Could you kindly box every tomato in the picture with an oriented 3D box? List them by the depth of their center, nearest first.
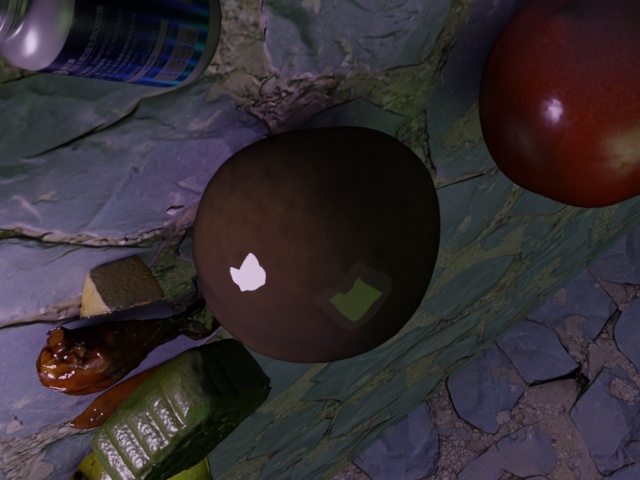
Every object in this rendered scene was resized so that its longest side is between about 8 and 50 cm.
[{"bbox_3d":[0.377,-0.208,0.981,0.322,0.321,0.321,-30,154,-17],"label":"tomato"}]

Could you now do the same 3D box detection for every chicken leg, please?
[{"bbox_3d":[-0.250,0.138,0.982,0.304,0.093,0.113,-17,155,-46],"label":"chicken leg"}]

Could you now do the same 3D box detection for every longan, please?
[{"bbox_3d":[0.000,0.000,0.866,0.319,0.319,0.319,-30,154,-17],"label":"longan"}]

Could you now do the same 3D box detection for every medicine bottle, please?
[{"bbox_3d":[-0.178,-0.177,0.524,0.192,0.107,0.107,-5,139,-50],"label":"medicine bottle"}]

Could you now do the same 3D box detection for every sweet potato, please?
[{"bbox_3d":[-0.287,0.241,1.147,0.265,0.057,0.057,-25,152,-30],"label":"sweet potato"}]

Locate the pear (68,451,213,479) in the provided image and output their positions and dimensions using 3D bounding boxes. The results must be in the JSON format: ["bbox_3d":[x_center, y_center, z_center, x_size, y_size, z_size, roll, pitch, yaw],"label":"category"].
[{"bbox_3d":[-0.348,0.454,1.300,0.256,0.164,0.238,-18,150,-35],"label":"pear"}]

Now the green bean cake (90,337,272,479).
[{"bbox_3d":[-0.209,0.271,1.093,0.248,0.125,0.222,-50,159,18],"label":"green bean cake"}]

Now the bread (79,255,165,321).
[{"bbox_3d":[-0.260,0.086,0.888,0.084,0.080,0.109,-14,143,-37],"label":"bread"}]
